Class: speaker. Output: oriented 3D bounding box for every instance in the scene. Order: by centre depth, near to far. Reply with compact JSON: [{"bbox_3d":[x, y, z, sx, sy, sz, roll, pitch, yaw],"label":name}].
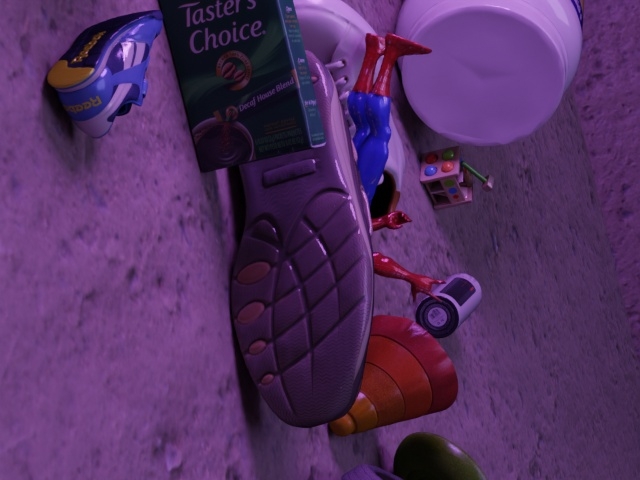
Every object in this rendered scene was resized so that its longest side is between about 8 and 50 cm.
[{"bbox_3d":[0.159,0.080,1.876,0.136,0.055,0.055,-29,105,-69],"label":"speaker"}]

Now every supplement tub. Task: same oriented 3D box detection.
[{"bbox_3d":[0.226,-0.297,2.004,0.331,0.241,0.241,-75,147,-52],"label":"supplement tub"}]

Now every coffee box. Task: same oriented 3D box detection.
[{"bbox_3d":[-0.070,-0.159,1.310,0.040,0.113,0.184,-21,100,-67],"label":"coffee box"}]

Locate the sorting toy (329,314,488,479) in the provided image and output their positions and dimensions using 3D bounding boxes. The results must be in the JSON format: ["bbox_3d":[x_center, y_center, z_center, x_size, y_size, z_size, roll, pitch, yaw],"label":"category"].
[{"bbox_3d":[0.089,0.260,1.558,0.126,0.127,0.366,-37,119,-37],"label":"sorting toy"}]

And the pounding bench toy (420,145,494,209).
[{"bbox_3d":[0.178,-0.087,1.980,0.052,0.083,0.065,-83,153,-42],"label":"pounding bench toy"}]

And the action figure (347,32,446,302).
[{"bbox_3d":[0.071,-0.049,1.500,0.280,0.139,0.091,-71,-161,2],"label":"action figure"}]

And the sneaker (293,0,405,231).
[{"bbox_3d":[0.026,-0.124,1.555,0.290,0.106,0.123,60,24,-43],"label":"sneaker"}]

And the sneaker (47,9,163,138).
[{"bbox_3d":[-0.156,-0.129,1.147,0.059,0.053,0.144,67,31,-25],"label":"sneaker"}]

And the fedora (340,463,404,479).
[{"bbox_3d":[0.108,0.319,1.404,0.275,0.243,0.124,33,90,-48],"label":"fedora"}]

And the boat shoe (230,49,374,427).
[{"bbox_3d":[0.000,0.000,1.377,0.130,0.132,0.355,40,43,-59],"label":"boat shoe"}]
